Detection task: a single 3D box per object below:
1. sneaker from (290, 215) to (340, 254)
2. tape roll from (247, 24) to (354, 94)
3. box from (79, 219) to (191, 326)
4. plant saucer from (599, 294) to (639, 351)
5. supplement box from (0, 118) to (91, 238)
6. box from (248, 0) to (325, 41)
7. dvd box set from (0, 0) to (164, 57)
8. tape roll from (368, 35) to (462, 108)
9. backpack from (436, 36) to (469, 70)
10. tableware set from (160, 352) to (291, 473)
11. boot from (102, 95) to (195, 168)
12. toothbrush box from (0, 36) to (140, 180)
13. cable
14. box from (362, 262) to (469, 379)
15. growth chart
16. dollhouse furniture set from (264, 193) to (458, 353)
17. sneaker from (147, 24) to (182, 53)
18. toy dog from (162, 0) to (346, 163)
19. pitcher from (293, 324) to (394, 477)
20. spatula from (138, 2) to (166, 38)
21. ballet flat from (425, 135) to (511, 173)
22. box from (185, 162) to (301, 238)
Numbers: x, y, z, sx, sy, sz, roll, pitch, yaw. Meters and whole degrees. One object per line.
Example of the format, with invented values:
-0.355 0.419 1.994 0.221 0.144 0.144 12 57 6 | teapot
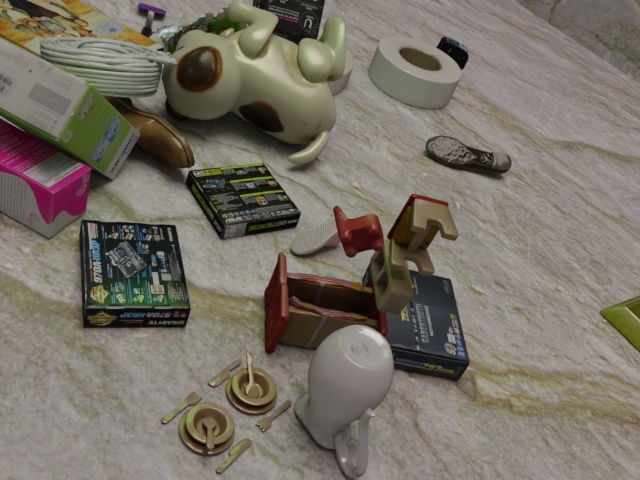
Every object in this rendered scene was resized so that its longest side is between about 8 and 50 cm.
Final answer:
0.000 0.000 1.491 0.134 0.070 0.051 -31 67 -13 | sneaker
-0.091 -0.559 2.092 0.391 0.072 0.392 14 38 -11 | tape roll
-0.332 0.055 1.248 0.175 0.051 0.220 2 42 -24 | box
0.778 0.198 1.635 0.188 0.045 0.188 -11 49 -36 | plant saucer
-0.550 -0.118 1.298 0.220 0.111 0.114 29 38 8 | supplement box
-0.097 -0.617 1.905 0.163 0.142 0.247 9 6 -16 | box
-0.651 -0.511 1.761 0.420 0.062 0.308 30 39 9 | dvd box set
0.300 -0.535 2.233 0.286 0.100 0.286 14 38 -11 | tape roll
0.451 -0.642 2.434 0.114 0.105 0.084 20 38 -11 | backpack
-0.140 0.258 1.109 0.128 0.039 0.194 36 40 17 | tableware set
-0.403 -0.223 1.525 0.305 0.112 0.115 32 54 22 | boot
-0.497 -0.241 1.338 0.206 0.122 0.283 28 -5 6 | toothbrush box
-0.475 -0.381 1.531 0.257 0.089 0.257 26 27 34 | cable
0.181 0.153 1.380 0.183 0.059 0.233 12 38 -11 | box
-0.295 -0.525 1.802 0.237 0.172 0.021 -19 77 -1 | growth chart
0.049 0.043 1.194 0.201 0.374 0.152 12 43 -16 | dollhouse furniture set
-0.358 -0.531 1.917 0.237 0.085 0.086 -9 55 -30 | sneaker
-0.179 -0.377 1.708 0.407 0.284 0.396 3 81 -25 | toy dog
0.046 0.247 1.081 0.125 0.207 0.178 -8 48 -33 | pitcher
-0.485 -0.616 1.995 0.084 0.030 0.297 12 39 -17 | spatula
0.409 -0.232 1.967 0.249 0.058 0.084 11 74 -6 | ballet flat
-0.166 -0.090 1.513 0.190 0.045 0.184 -11 46 -35 | box
